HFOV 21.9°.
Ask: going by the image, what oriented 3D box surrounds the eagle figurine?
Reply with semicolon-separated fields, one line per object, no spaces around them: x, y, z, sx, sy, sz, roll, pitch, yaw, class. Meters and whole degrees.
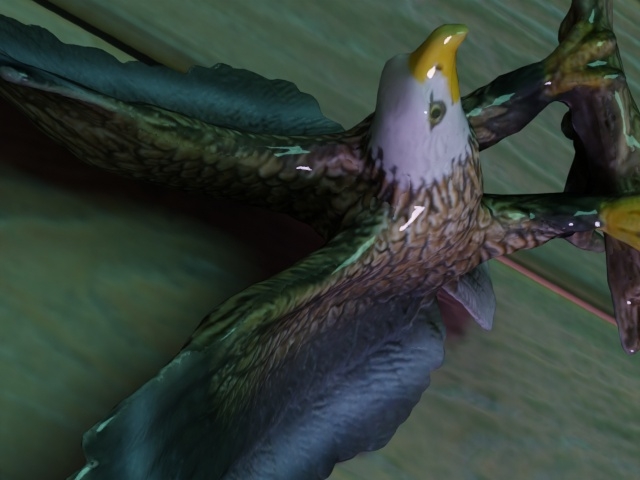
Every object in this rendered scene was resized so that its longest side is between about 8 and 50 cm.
0.000;-0.008;0.629;0.298;0.225;0.226;-18;33;-18;eagle figurine
